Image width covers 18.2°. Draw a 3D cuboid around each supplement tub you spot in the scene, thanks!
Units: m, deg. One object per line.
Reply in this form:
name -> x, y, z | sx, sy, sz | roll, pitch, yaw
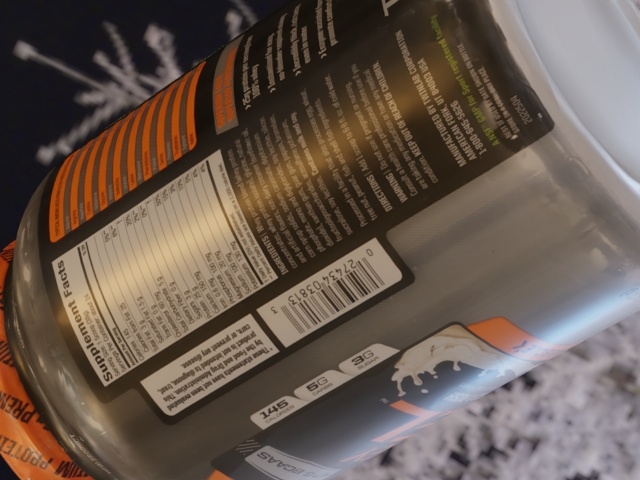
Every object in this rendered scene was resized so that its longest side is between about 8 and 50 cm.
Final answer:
supplement tub -> 0.000, 0.000, 0.535 | 0.190, 0.117, 0.117 | -32, -38, 27
